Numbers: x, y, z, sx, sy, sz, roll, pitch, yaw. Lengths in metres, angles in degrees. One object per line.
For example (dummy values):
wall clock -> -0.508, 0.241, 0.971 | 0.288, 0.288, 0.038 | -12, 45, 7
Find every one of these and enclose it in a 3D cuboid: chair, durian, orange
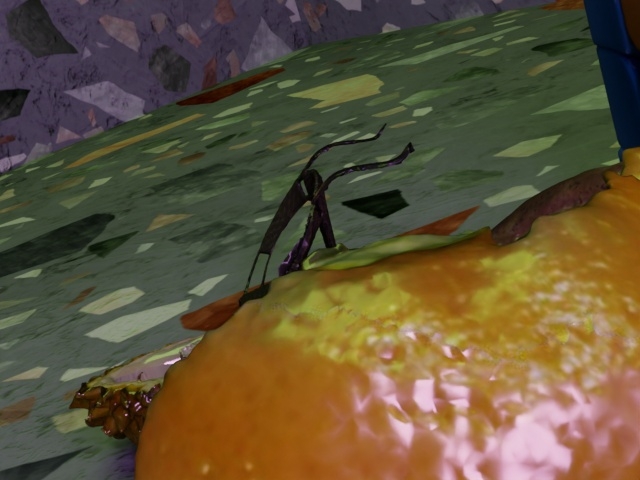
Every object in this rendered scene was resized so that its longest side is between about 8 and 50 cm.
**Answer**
chair -> 0.000, 0.000, 1.055 | 0.213, 0.149, 0.174 | -22, 18, -2
durian -> -0.097, 0.118, 0.884 | 0.140, 0.078, 0.224 | -19, 0, 41
orange -> 0.086, 0.102, 0.422 | 0.334, 0.263, 0.196 | -14, 31, -20

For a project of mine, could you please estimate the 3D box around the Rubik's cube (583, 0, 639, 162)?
Rubik's cube -> 0.392, -0.132, 0.819 | 0.291, 0.292, 0.290 | -16, 15, 0

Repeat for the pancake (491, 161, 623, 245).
pancake -> 0.166, 0.035, 0.826 | 0.250, 0.031, 0.250 | -35, 22, 16
